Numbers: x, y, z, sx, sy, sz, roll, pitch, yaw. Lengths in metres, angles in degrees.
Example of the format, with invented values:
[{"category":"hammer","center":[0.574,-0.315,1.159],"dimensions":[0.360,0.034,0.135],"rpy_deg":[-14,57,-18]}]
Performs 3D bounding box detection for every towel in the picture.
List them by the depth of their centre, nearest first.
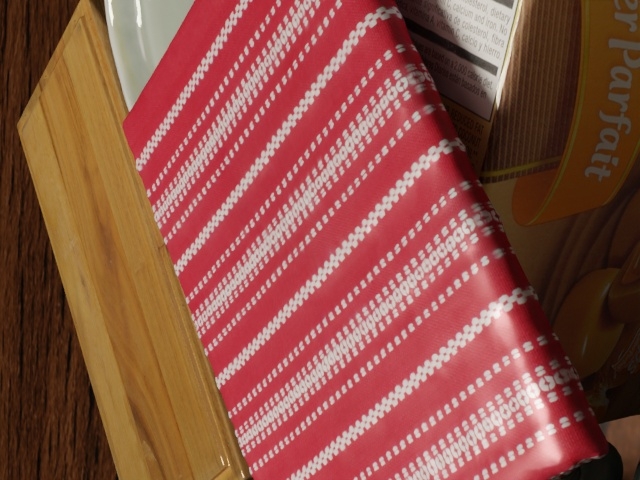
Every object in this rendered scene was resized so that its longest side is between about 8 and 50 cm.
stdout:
[{"category":"towel","center":[0.000,0.000,0.533],"dimensions":[0.199,0.031,0.275],"rpy_deg":[-50,55,47]}]

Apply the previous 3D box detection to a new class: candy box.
[{"category":"candy box","center":[0.117,-0.073,0.536],"dimensions":[0.087,0.183,0.316],"rpy_deg":[38,126,47]}]

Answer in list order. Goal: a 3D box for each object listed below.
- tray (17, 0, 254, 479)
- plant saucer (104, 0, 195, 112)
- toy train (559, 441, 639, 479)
[{"category":"tray","center":[-0.138,0.026,1.041],"dimensions":[0.203,0.076,0.411],"rpy_deg":[-47,58,49]},{"category":"plant saucer","center":[-0.055,-0.141,0.808],"dimensions":[0.400,0.100,0.400],"rpy_deg":[40,137,53]},{"category":"toy train","center":[0.124,0.187,0.544],"dimensions":[0.142,0.190,0.334],"rpy_deg":[36,141,-8]}]
